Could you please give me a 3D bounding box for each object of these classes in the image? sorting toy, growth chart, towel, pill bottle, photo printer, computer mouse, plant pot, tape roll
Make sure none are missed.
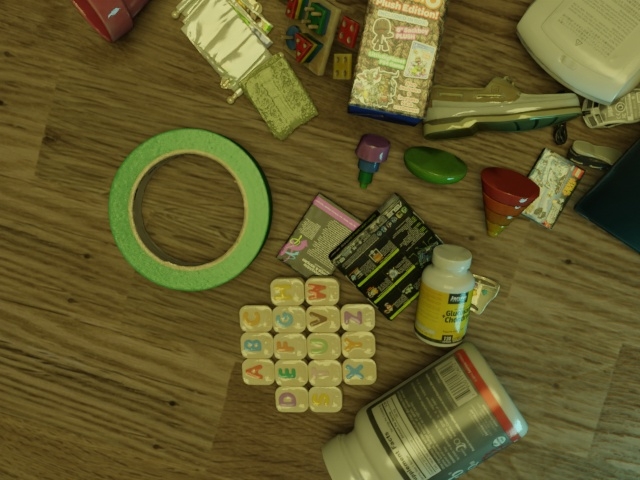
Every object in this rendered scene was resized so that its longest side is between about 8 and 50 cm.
[{"bbox_3d":[0.307,0.109,1.672,0.083,0.045,0.075,16,102,1],"label":"sorting toy"},{"bbox_3d":[-0.181,-0.417,1.658,0.172,0.021,0.237,-35,92,4],"label":"growth chart"},{"bbox_3d":[0.236,-0.099,1.637,0.365,0.127,0.126,17,120,7],"label":"sorting toy"},{"bbox_3d":[-0.082,-0.286,1.656,0.110,0.027,0.148,-35,99,3],"label":"towel"},{"bbox_3d":[0.242,0.106,1.610,0.103,0.103,0.184,6,115,2],"label":"pill bottle"},{"bbox_3d":[-0.026,-0.396,1.575,0.046,0.274,0.132,-7,128,-37],"label":"sorting toy"},{"bbox_3d":[0.544,-0.422,1.560,0.256,0.107,0.307,43,92,14],"label":"photo printer"},{"bbox_3d":[0.197,0.374,1.612,0.363,0.210,0.210,-34,92,5],"label":"pill bottle"},{"bbox_3d":[0.552,-0.252,1.633,0.192,0.042,0.106,-6,90,8],"label":"computer mouse"},{"bbox_3d":[-0.393,-0.511,1.585,0.180,0.201,0.201,-42,92,-11],"label":"plant pot"},{"bbox_3d":[-0.257,-0.061,1.663,0.321,0.077,0.321,0,94,2],"label":"tape roll"}]

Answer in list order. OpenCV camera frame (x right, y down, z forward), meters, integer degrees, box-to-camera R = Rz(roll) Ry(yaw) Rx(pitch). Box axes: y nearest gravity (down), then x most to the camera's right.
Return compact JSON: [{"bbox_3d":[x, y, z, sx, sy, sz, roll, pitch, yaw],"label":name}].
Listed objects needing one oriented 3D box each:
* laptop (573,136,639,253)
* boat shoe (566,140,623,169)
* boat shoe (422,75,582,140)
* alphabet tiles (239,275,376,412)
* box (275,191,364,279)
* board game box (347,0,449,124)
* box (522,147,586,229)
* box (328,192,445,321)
[{"bbox_3d":[0.771,-0.160,1.616,0.382,0.236,0.408,32,67,-9],"label":"laptop"},{"bbox_3d":[0.549,-0.160,1.641,0.125,0.038,0.046,14,51,-8],"label":"boat shoe"},{"bbox_3d":[0.345,-0.264,1.598,0.302,0.113,0.103,-5,82,6],"label":"boat shoe"},{"bbox_3d":[-0.026,0.212,1.684,0.277,0.021,0.284,0,100,8],"label":"alphabet tiles"},{"bbox_3d":[0.000,0.000,1.681,0.116,0.029,0.162,34,94,0],"label":"box"},{"bbox_3d":[0.145,-0.372,1.544,0.141,0.232,0.291,11,95,1],"label":"board game box"},{"bbox_3d":[0.452,-0.103,1.654,0.094,0.027,0.137,30,95,1],"label":"box"},{"bbox_3d":[0.145,0.034,1.651,0.190,0.045,0.184,-44,108,5],"label":"box"}]
